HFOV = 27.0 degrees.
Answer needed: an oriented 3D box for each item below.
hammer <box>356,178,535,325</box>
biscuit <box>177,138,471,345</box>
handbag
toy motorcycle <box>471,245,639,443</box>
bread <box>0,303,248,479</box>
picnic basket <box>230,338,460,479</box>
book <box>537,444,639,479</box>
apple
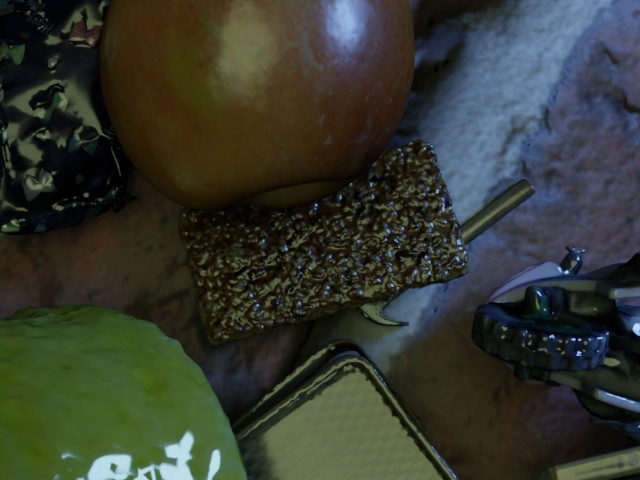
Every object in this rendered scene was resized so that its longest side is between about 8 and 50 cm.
[{"bbox_3d":[0.107,0.009,1.127,0.182,0.017,0.062,-36,85,-3],"label":"hammer"},{"bbox_3d":[0.000,0.000,1.114,0.231,0.025,0.131,-17,71,-1],"label":"biscuit"},{"bbox_3d":[-0.237,-0.134,1.102,0.162,0.113,0.260,-7,83,-4],"label":"handbag"},{"bbox_3d":[0.264,0.078,1.053,0.327,0.188,0.143,6,94,-12],"label":"toy motorcycle"},{"bbox_3d":[-0.240,0.215,0.925,0.308,0.348,0.348,2,82,-42],"label":"bread"},{"bbox_3d":[0.037,0.222,1.045,0.165,0.139,0.266,-37,84,-2],"label":"picnic basket"},{"bbox_3d":[0.315,0.157,1.007,0.310,0.217,0.021,-12,73,1],"label":"book"},{"bbox_3d":[-0.045,-0.129,1.027,0.254,0.253,0.253,0,84,1],"label":"apple"}]
